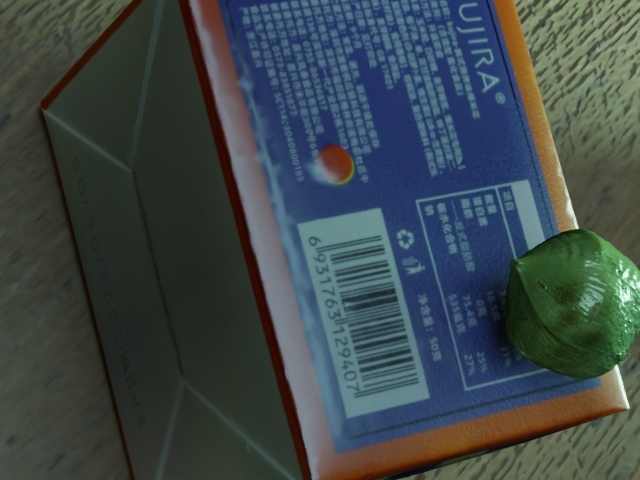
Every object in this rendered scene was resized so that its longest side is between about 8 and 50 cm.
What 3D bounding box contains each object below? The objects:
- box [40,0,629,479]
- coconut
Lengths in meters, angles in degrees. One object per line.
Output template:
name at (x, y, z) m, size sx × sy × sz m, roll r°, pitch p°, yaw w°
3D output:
box at (0.000, 0.000, 1.266) m, size 0.257 × 0.318 × 0.348 m, roll -11°, pitch 80°, yaw -25°
coconut at (0.152, 0.037, 1.104) m, size 0.096 × 0.088 × 0.088 m, roll 29°, pitch 66°, yaw -23°
